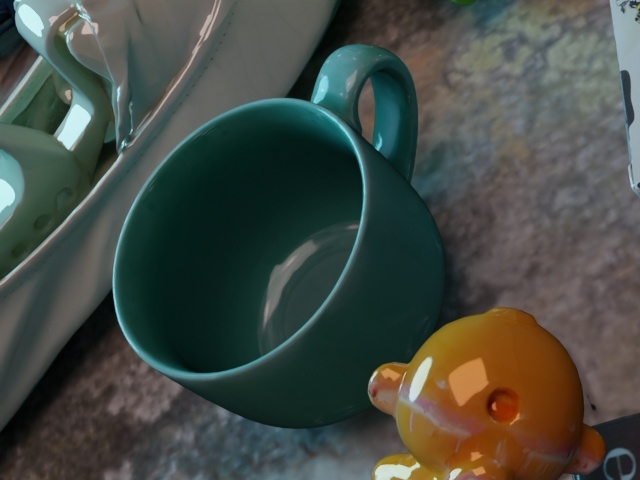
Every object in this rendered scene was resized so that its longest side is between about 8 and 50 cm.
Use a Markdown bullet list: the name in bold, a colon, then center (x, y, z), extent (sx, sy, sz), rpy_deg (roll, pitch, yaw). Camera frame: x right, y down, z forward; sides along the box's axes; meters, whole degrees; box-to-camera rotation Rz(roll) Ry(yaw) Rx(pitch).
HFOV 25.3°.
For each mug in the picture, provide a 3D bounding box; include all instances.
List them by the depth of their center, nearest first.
- **mug**: center (0.000, 0.009, 0.623), extent (0.158, 0.097, 0.129), rpy_deg (-36, 50, 13)

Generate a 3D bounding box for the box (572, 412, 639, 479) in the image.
- **box**: center (0.270, 0.107, 0.359), extent (0.381, 0.143, 0.191), rpy_deg (-19, 56, 23)

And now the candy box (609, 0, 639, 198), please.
- **candy box**: center (0.214, -0.100, 0.550), extent (0.196, 0.070, 0.164), rpy_deg (-16, 58, 27)

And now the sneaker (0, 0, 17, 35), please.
- **sneaker**: center (-0.159, -0.182, 0.837), extent (0.131, 0.112, 0.319), rpy_deg (44, 107, 10)

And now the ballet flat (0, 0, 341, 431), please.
- **ballet flat**: center (-0.130, -0.052, 0.724), extent (0.400, 0.139, 0.139), rpy_deg (-52, 49, 0)

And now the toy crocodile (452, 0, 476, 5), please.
- **toy crocodile**: center (0.141, -0.262, 0.678), extent (0.115, 0.105, 0.340), rpy_deg (31, 91, 41)

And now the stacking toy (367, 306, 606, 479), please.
- **stacking toy**: center (0.007, 0.159, 0.420), extent (0.175, 0.166, 0.301), rpy_deg (18, 99, 5)
